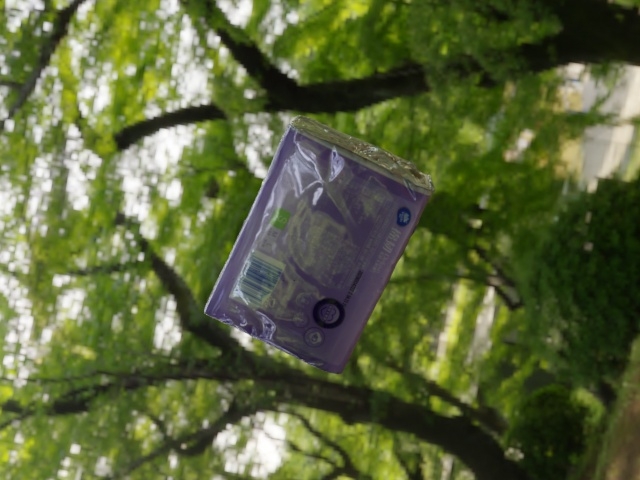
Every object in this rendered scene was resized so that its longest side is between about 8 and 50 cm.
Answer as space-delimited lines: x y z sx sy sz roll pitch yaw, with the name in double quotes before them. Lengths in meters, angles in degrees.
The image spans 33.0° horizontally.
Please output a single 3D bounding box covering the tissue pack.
"tissue pack" 0.000 0.000 1.677 0.338 0.242 0.160 -64 2 15
